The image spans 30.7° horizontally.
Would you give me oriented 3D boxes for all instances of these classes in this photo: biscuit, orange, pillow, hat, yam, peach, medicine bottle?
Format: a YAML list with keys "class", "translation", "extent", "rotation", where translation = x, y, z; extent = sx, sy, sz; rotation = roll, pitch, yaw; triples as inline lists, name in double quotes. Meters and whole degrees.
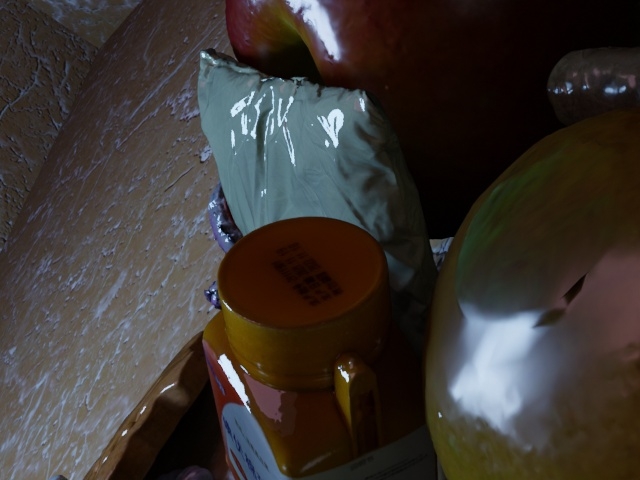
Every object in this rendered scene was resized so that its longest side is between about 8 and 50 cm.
- class: "biscuit"
  translation: [-0.212, 0.230, 1.246]
  extent: [0.306, 0.043, 0.284]
  rotation: [-51, 6, 29]
- class: "orange"
  translation: [0.167, 0.057, 0.600]
  extent: [0.263, 0.196, 0.334]
  rotation: [-68, 27, 10]
- class: "pillow"
  translation: [0.000, 0.001, 0.875]
  extent: [0.076, 0.274, 0.281]
  rotation: [-27, 25, -19]
- class: "hat"
  translation: [-0.077, 0.019, 1.282]
  extent: [0.227, 0.129, 0.140]
  rotation: [120, 143, -49]
- class: "yam"
  translation: [0.258, -0.089, 0.653]
  extent: [0.299, 0.066, 0.066]
  rotation: [4, 63, 54]
- class: "peach"
  translation: [0.096, -0.219, 0.928]
  extent: [0.406, 0.310, 0.335]
  rotation: [-59, 18, -3]
- class: "medicine bottle"
  translation: [-0.002, 0.101, 0.746]
  extent: [0.112, 0.222, 0.149]
  rotation: [-21, 41, -17]

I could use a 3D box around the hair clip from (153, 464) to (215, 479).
- class: "hair clip"
  translation: [-0.204, 0.339, 1.117]
  extent: [0.300, 0.069, 0.173]
  rotation: [-57, 15, 3]

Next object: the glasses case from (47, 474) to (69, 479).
- class: "glasses case"
  translation: [-0.284, 0.296, 1.097]
  extent: [0.074, 0.049, 0.193]
  rotation: [-51, 6, 29]
